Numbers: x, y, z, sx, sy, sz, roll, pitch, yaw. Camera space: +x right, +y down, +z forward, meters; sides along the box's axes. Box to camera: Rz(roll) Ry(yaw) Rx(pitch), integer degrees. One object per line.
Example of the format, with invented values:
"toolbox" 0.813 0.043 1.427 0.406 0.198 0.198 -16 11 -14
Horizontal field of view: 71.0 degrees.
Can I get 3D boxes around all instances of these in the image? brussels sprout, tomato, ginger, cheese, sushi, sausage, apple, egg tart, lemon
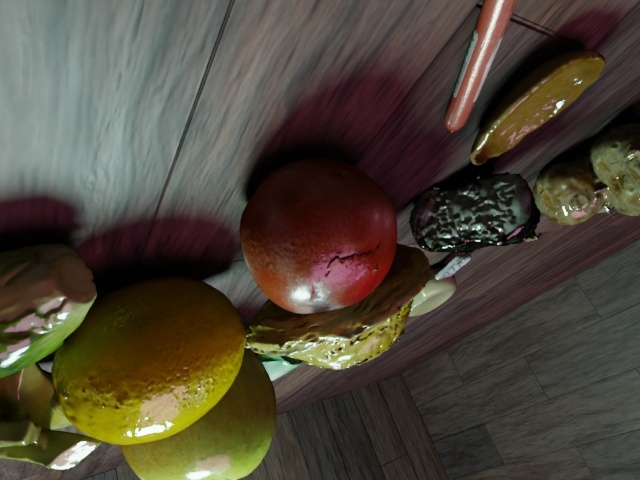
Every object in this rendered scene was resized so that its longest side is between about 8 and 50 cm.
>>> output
"brussels sprout" -0.351 0.082 0.515 0.145 0.131 0.183 -5 153 -46
"tomato" 0.000 0.000 0.589 0.208 0.184 0.208 -18 154 -10
"ginger" 0.627 -0.145 0.879 0.375 0.176 0.256 -18 173 -16
"cheese" 0.314 0.115 1.231 0.163 0.082 0.286 -12 151 -25
"sushi" 0.267 -0.051 0.798 0.212 0.147 0.115 -16 168 29
"ginger" -0.533 0.250 0.614 0.413 0.211 0.358 1 144 -41
"sausage" 0.180 -0.206 0.512 0.034 0.034 0.253 -19 155 -9
"apple" -0.269 0.380 0.983 0.338 0.305 0.338 -19 157 -8
"egg tart" 0.037 0.117 0.763 0.341 0.132 0.341 -24 -168 5
"lemon" -0.243 0.170 0.666 0.263 0.236 0.236 -54 171 -30

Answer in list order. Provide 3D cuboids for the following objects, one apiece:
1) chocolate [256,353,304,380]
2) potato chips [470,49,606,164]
"chocolate" -0.143 0.356 1.299 0.110 0.110 0.291 -4 151 -36
"potato chips" 0.285 -0.184 0.628 0.150 0.049 0.202 -13 152 -29
